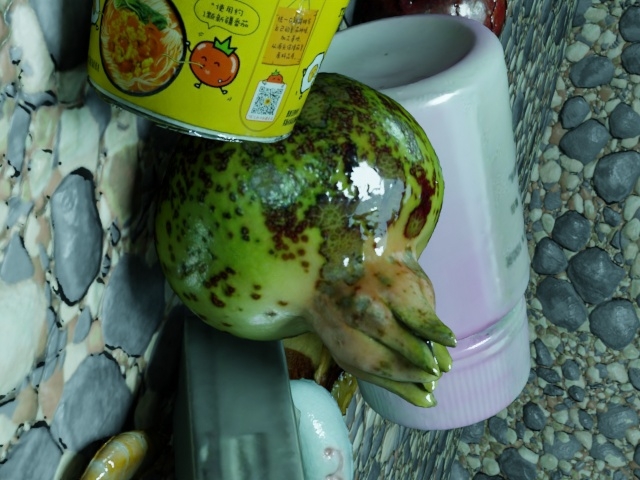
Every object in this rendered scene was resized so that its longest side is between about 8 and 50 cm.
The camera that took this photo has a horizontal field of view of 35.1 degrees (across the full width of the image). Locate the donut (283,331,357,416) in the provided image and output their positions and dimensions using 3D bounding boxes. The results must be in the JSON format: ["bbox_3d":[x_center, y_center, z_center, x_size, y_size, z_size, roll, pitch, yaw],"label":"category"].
[{"bbox_3d":[0.002,0.138,1.198,0.184,0.073,0.166,-8,109,-69],"label":"donut"}]

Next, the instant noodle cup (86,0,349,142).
[{"bbox_3d":[-0.064,-0.152,0.642,0.182,0.182,0.144,-30,140,-66],"label":"instant noodle cup"}]

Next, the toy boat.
[{"bbox_3d":[-0.033,0.244,1.091,0.079,0.134,0.207,-24,132,-39],"label":"toy boat"}]

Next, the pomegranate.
[{"bbox_3d":[0.008,0.002,0.788,0.222,0.276,0.204,-46,179,17],"label":"pomegranate"}]

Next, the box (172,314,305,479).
[{"bbox_3d":[-0.055,0.314,0.854,0.396,0.111,0.395,-104,-171,-52],"label":"box"}]

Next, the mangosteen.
[{"bbox_3d":[0.115,-0.269,1.115,0.180,0.166,0.166,55,44,-27],"label":"mangosteen"}]

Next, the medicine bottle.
[{"bbox_3d":[0.099,-0.013,1.027,0.219,0.219,0.388,-55,139,-48],"label":"medicine bottle"}]

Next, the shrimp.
[{"bbox_3d":[-0.157,0.196,0.814,0.162,0.045,0.095,-1,103,-77],"label":"shrimp"}]
